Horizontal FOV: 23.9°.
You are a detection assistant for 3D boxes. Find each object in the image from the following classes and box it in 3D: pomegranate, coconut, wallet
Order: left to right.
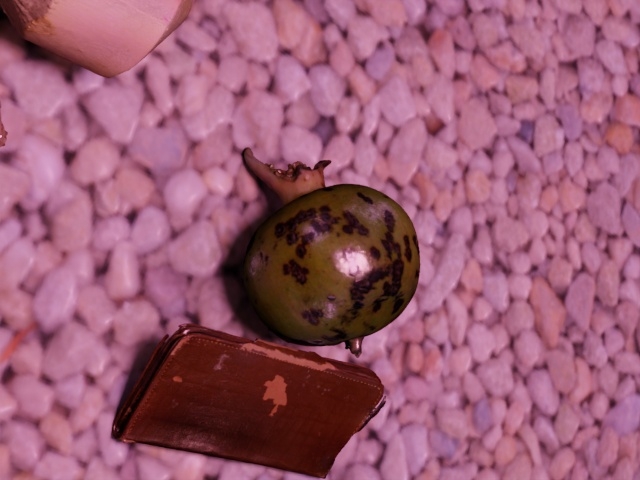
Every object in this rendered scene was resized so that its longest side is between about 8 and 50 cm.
[{"bbox_3d":[-0.129,-0.161,0.896,0.122,0.116,0.116,23,75,-39],"label":"coconut"},{"bbox_3d":[-0.043,0.107,0.993,0.176,0.026,0.095,17,115,-36],"label":"wallet"},{"bbox_3d":[0.000,0.000,1.005,0.122,0.122,0.161,-10,66,-39],"label":"pomegranate"}]

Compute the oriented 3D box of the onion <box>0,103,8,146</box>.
[{"bbox_3d":[-0.279,-0.100,0.741,0.348,0.159,0.267,2,90,-38],"label":"onion"}]
